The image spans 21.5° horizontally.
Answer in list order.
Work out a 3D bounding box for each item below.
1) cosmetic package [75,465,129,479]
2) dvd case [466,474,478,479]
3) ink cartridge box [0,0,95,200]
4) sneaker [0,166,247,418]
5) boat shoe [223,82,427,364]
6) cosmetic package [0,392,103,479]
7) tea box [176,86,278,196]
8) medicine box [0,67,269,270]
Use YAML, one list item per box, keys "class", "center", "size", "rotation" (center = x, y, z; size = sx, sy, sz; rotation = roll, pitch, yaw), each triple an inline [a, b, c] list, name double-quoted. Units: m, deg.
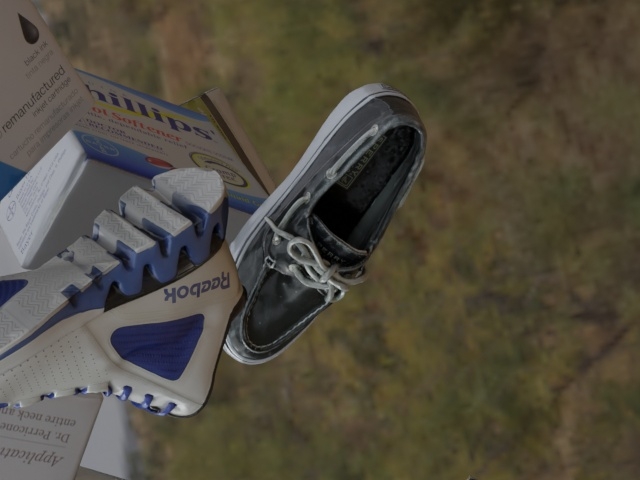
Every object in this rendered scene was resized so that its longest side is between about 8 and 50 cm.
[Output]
- class: "cosmetic package"
  center: [-0.244, 0.459, 1.961]
  size: [0.097, 0.284, 0.377]
  rotation: [-106, 38, -61]
- class: "dvd case"
  center: [0.182, 0.398, 1.889]
  size: [0.221, 0.165, 0.018]
  rotation: [-60, 3, 1]
- class: "ink cartridge box"
  center: [-0.374, -0.173, 1.476]
  size: [0.129, 0.223, 0.307]
  rotation: [6, 136, 44]
- class: "sneaker"
  center: [-0.182, 0.094, 1.413]
  size: [0.127, 0.316, 0.182]
  rotation: [35, 153, 56]
- class: "boat shoe"
  center: [0.004, 0.002, 1.577]
  size: [0.113, 0.306, 0.105]
  rotation: [32, -165, -25]
- class: "cosmetic package"
  center: [-0.489, 0.253, 1.792]
  size: [0.327, 0.329, 0.393]
  rotation: [32, 103, 56]
- class: "tea box"
  center: [-0.195, -0.019, 2.502]
  size: [0.329, 0.220, 0.323]
  rotation: [59, -164, -4]
- class: "medicine box"
  center: [-0.222, -0.061, 1.886]
  size: [0.149, 0.264, 0.289]
  rotation: [-60, 35, 17]
